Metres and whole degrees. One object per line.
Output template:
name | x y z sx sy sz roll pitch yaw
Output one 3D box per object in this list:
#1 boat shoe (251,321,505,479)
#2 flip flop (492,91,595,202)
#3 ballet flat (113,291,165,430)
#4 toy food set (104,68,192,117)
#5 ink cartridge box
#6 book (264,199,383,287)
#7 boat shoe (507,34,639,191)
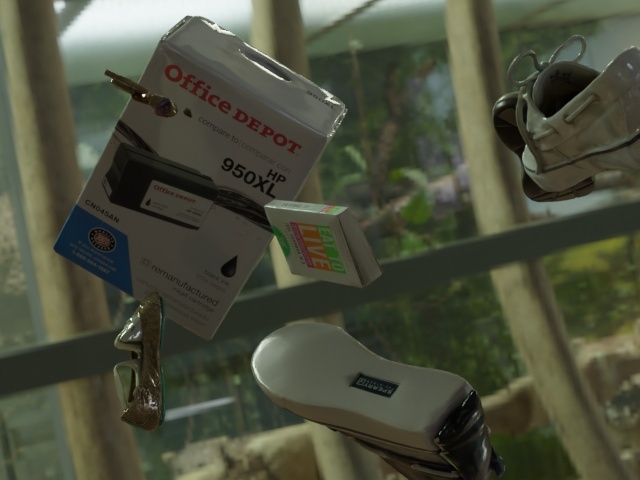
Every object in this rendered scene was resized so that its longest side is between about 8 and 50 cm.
boat shoe | 0.064 0.212 1.564 0.341 0.158 0.127 18 56 46
flip flop | 0.329 -0.142 1.942 0.112 0.080 0.277 -11 -37 27
ballet flat | -0.252 0.162 1.827 0.067 0.206 0.073 8 -32 -24
toy food set | -0.230 -0.186 1.742 0.122 0.019 0.078 25 -5 -1
ink cartridge box | -0.182 -0.095 1.988 0.285 0.395 0.166 30 25 -2
book | 0.000 0.000 1.552 0.035 0.096 0.144 -36 25 -29
boat shoe | 0.274 -0.151 1.437 0.136 0.156 0.367 -42 5 -5
